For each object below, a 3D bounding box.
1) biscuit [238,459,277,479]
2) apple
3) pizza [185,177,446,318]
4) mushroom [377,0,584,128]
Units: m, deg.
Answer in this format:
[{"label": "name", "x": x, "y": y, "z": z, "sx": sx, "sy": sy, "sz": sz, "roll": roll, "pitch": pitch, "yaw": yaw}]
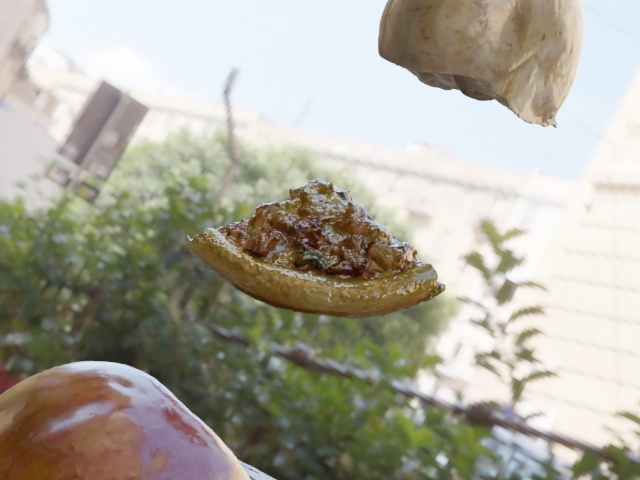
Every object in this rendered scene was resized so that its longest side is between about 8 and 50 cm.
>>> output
[{"label": "biscuit", "x": -0.095, "y": 0.283, "z": 1.602, "sx": 0.367, "sy": 0.063, "sz": 0.314, "roll": 22, "pitch": -8, "yaw": 38}, {"label": "apple", "x": -0.217, "y": 0.264, "z": 1.307, "sx": 0.301, "sy": 0.301, "sz": 0.301, "roll": 29, "pitch": -10, "yaw": 6}, {"label": "pizza", "x": 0.000, "y": 0.000, "z": 1.574, "sx": 0.292, "sy": 0.197, "sz": 0.058, "roll": 12, "pitch": -43, "yaw": 3}, {"label": "mushroom", "x": 0.173, "y": -0.242, "z": 1.514, "sx": 0.195, "sy": 0.189, "sz": 0.253, "roll": 30, "pitch": 6, "yaw": 42}]
